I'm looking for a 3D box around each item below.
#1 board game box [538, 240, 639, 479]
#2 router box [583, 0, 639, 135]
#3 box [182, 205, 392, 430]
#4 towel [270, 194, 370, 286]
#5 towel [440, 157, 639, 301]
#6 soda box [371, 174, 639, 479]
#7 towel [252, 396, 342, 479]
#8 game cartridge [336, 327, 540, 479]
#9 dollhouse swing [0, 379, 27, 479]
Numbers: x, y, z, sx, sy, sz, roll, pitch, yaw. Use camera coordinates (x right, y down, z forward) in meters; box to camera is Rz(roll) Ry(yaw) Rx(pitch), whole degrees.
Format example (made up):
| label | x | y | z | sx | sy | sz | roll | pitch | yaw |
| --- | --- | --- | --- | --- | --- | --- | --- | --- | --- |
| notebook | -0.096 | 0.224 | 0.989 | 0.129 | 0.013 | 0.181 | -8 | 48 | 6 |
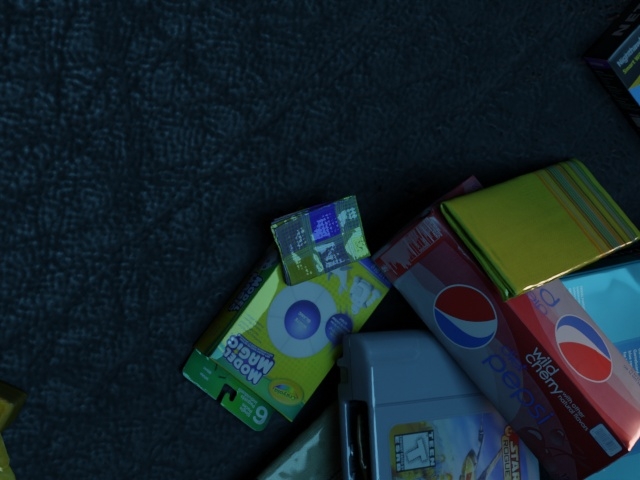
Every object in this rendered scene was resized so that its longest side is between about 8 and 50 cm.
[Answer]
| label | x | y | z | sx | sy | sz | roll | pitch | yaw |
| --- | --- | --- | --- | --- | --- | --- | --- | --- | --- |
| board game box | 0.352 | 0.123 | 1.411 | 0.336 | 0.079 | 0.254 | -11 | 100 | -16 |
| router box | 0.350 | -0.187 | 1.403 | 0.179 | 0.046 | 0.133 | -48 | 116 | -11 |
| box | -0.029 | 0.072 | 1.269 | 0.105 | 0.043 | 0.179 | 40 | 83 | -26 |
| towel | 0.000 | 0.000 | 1.242 | 0.083 | 0.009 | 0.060 | -19 | 105 | -21 |
| towel | 0.195 | -0.013 | 1.290 | 0.237 | 0.021 | 0.102 | -18 | 66 | -51 |
| soda box | 0.170 | 0.078 | 1.267 | 0.263 | 0.083 | 0.092 | 51 | 39 | 3 |
| towel | 0.018 | 0.321 | 1.343 | 0.324 | 0.056 | 0.312 | -40 | 111 | -12 |
| game cartridge | 0.109 | 0.224 | 1.297 | 0.198 | 0.062 | 0.297 | -2 | 88 | -34 |
| dollhouse swing | -0.357 | 0.238 | 0.993 | 0.315 | 0.305 | 0.347 | 30 | 85 | -27 |
